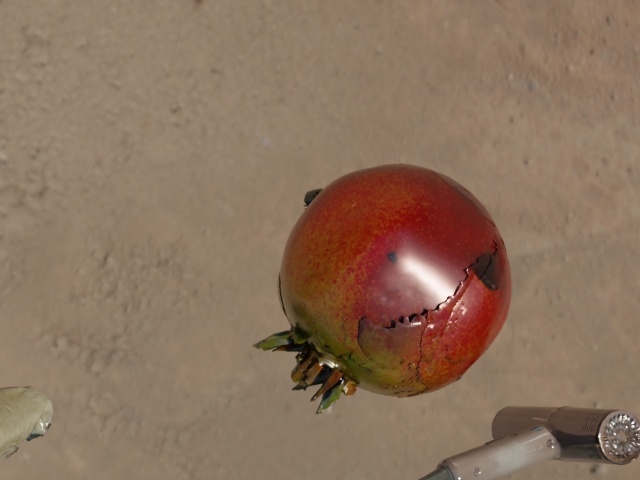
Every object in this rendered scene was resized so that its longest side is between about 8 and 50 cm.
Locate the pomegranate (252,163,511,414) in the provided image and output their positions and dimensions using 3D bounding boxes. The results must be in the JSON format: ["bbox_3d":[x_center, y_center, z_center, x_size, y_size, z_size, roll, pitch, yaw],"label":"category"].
[{"bbox_3d":[0.055,0.043,1.205,0.235,0.210,0.210,-42,116,-7],"label":"pomegranate"}]

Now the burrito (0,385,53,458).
[{"bbox_3d":[-0.344,0.194,1.340,0.060,0.226,0.087,28,109,18],"label":"burrito"}]

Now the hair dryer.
[{"bbox_3d":[0.161,0.208,1.298,0.220,0.195,0.054,-16,91,-23],"label":"hair dryer"}]

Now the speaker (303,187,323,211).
[{"bbox_3d":[-0.005,0.000,1.348,0.060,0.075,0.094,-28,79,9],"label":"speaker"}]
